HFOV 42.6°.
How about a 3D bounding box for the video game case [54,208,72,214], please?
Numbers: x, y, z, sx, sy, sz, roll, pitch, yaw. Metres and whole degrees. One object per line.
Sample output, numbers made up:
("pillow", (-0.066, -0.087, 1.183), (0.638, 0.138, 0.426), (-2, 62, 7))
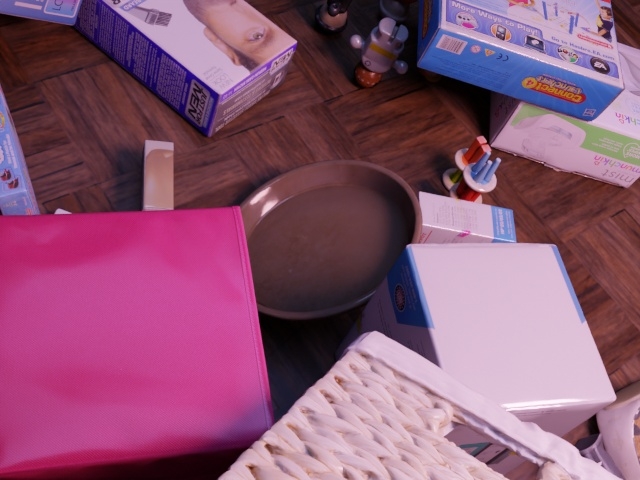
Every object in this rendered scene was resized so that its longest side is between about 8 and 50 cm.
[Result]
("video game case", (-0.293, 0.043, 1.048), (0.157, 0.019, 0.143), (21, 54, -4))

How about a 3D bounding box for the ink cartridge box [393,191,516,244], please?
("ink cartridge box", (0.174, -0.010, 1.182), (0.181, 0.104, 0.061), (10, 55, -11))

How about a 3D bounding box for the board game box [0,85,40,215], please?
("board game box", (-0.380, -0.085, 1.005), (0.039, 0.160, 0.211), (-17, 58, -17))

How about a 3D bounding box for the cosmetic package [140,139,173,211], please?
("cosmetic package", (-0.224, -0.075, 1.124), (0.041, 0.060, 0.115), (4, 58, -16))

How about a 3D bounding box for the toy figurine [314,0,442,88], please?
("toy figurine", (0.118, -0.363, 1.382), (0.213, 0.148, 0.209), (-17, 70, -29))

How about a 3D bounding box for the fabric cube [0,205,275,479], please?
("fabric cube", (-0.213, 0.134, 0.859), (0.258, 0.259, 0.254), (-4, 65, -19))

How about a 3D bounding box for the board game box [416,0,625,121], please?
("board game box", (0.312, -0.366, 1.307), (0.308, 0.086, 0.301), (15, 55, -12))

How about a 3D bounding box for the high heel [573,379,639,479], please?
("high heel", (0.447, 0.298, 1.099), (0.261, 0.093, 0.186), (-28, 87, -40))

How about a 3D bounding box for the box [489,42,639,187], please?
("box", (0.432, -0.240, 1.409), (0.262, 0.126, 0.231), (17, 52, -8))

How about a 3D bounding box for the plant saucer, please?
("plant saucer", (0.000, 0.000, 1.090), (0.278, 0.041, 0.277), (-9, 47, 10))

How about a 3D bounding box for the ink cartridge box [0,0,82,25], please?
("ink cartridge box", (-0.525, -0.412, 1.051), (0.270, 0.151, 0.395), (32, 22, 24))

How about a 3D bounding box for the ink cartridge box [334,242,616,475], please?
("ink cartridge box", (0.160, 0.156, 0.966), (0.197, 0.270, 0.198), (0, 58, -20))

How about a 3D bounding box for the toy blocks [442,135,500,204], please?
("toy blocks", (0.231, -0.105, 1.236), (0.054, 0.148, 0.123), (19, 54, -6))

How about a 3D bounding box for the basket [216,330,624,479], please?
("basket", (0.068, 0.322, 0.721), (0.328, 0.331, 0.266), (31, 32, 18))

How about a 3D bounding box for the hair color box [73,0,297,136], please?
("hair color box", (-0.227, -0.333, 1.266), (0.339, 0.110, 0.185), (40, 54, 8))
